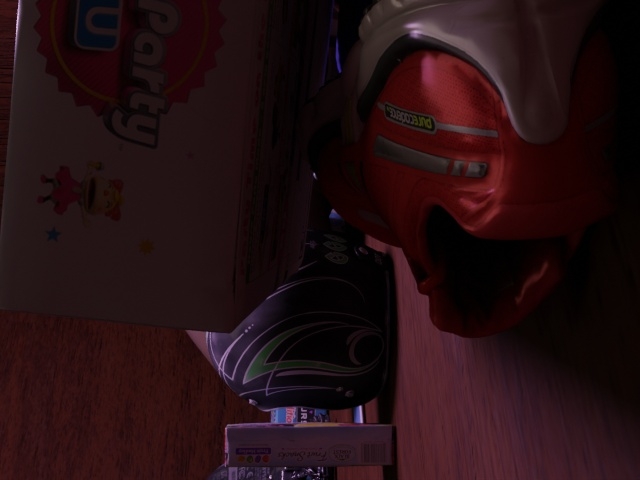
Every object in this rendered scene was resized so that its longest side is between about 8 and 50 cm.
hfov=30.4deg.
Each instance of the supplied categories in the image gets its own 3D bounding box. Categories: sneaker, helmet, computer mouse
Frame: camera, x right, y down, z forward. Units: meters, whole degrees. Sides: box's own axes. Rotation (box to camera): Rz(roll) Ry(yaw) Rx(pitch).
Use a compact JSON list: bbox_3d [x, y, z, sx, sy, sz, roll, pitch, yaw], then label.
[{"bbox_3d":[0.050,-0.018,0.479,0.279,0.107,0.118,99,163,-80],"label":"sneaker"},{"bbox_3d":[-0.023,0.072,1.066,0.169,0.161,0.169,-179,90,-86],"label":"helmet"},{"bbox_3d":[-0.064,0.360,1.642,0.272,0.072,0.188,-24,53,40],"label":"computer mouse"}]

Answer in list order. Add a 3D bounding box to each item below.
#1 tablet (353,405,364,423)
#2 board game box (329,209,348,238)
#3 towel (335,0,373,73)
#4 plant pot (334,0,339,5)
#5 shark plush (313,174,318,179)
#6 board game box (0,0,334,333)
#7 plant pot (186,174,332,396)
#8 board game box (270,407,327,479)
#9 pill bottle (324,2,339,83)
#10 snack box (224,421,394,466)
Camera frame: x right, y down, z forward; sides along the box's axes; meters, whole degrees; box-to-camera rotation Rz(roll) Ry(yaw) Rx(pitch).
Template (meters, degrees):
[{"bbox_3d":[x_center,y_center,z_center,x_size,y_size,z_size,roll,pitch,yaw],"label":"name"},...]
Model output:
[{"bbox_3d":[0.041,0.190,1.247,0.083,0.006,0.054,-94,7,-49],"label":"tablet"},{"bbox_3d":[0.000,0.000,1.543,0.194,0.060,0.194,-98,9,-68],"label":"board game box"},{"bbox_3d":[0.060,-0.261,0.680,0.308,0.076,0.228,95,-178,-47],"label":"towel"},{"bbox_3d":[-0.078,-0.379,1.643,0.191,0.284,0.284,-46,-26,-37],"label":"plant pot"},{"bbox_3d":[0.028,-0.133,1.083,0.073,0.067,0.161,142,130,-85],"label":"shark plush"},{"bbox_3d":[-0.054,-0.086,0.574,0.303,0.097,0.224,-35,-49,-86],"label":"board game box"},{"bbox_3d":[-0.071,0.047,1.339,0.229,0.263,0.263,62,164,22],"label":"plant pot"},{"bbox_3d":[-0.035,0.249,1.848,0.254,0.079,0.336,116,155,-80],"label":"board game box"},{"bbox_3d":[-0.060,-0.178,1.176,0.283,0.161,0.161,-25,-62,-74],"label":"pill bottle"},{"bbox_3d":[-0.012,0.176,1.018,0.100,0.141,0.037,115,155,-80],"label":"snack box"}]
